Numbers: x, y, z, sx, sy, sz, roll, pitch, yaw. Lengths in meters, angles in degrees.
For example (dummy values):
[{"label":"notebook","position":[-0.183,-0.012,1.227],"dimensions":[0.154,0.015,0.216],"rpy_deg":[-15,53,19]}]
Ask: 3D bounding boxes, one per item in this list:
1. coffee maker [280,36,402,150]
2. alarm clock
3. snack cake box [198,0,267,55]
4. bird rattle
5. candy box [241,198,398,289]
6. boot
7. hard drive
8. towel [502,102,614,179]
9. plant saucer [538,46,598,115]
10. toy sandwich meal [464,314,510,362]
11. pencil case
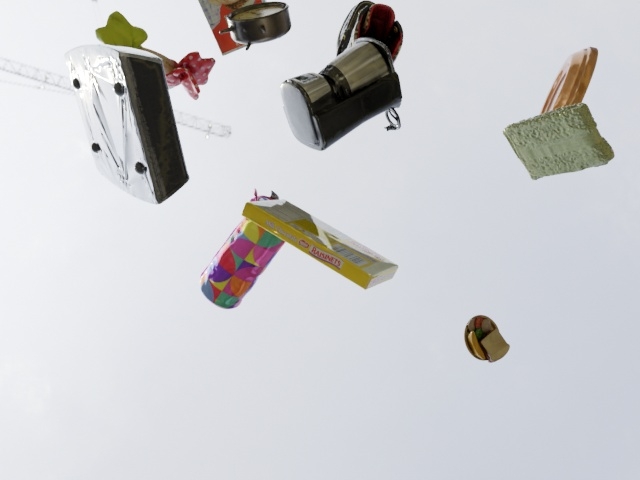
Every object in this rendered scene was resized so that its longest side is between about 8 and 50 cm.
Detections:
[{"label":"coffee maker","position":[0.042,-0.224,1.028],"dimensions":[0.178,0.120,0.171],"rpy_deg":[-35,-75,-18]},{"label":"alarm clock","position":[-0.118,-0.463,1.300],"dimensions":[0.130,0.064,0.192],"rpy_deg":[7,-139,25]},{"label":"snack cake box","position":[-0.219,-0.600,1.480],"dimensions":[0.152,0.089,0.264],"rpy_deg":[-20,-66,6]},{"label":"bird rattle","position":[-0.370,-0.382,1.337],"dimensions":[0.254,0.207,0.143],"rpy_deg":[6,-94,-39]},{"label":"candy box","position":[0.000,0.000,0.848],"dimensions":[0.206,0.105,0.027],"rpy_deg":[31,-74,21]},{"label":"boot","position":[0.120,-0.505,1.575],"dimensions":[0.138,0.284,0.377],"rpy_deg":[21,-107,-8]},{"label":"hard drive","position":[-0.228,-0.142,0.715],"dimensions":[0.054,0.255,0.171],"rpy_deg":[-21,-66,-28]},{"label":"towel","position":[0.357,-0.148,0.935],"dimensions":[0.027,0.148,0.110],"rpy_deg":[-48,-70,-29]},{"label":"plant saucer","position":[0.420,-0.243,1.077],"dimensions":[0.037,0.200,0.199],"rpy_deg":[23,-113,7]},{"label":"toy sandwich meal","position":[0.279,0.166,1.038],"dimensions":[0.086,0.029,0.085],"rpy_deg":[6,-104,-24]},{"label":"pencil case","position":[-0.138,0.019,1.153],"dimensions":[0.105,0.236,0.104],"rpy_deg":[29,-156,-14]}]
